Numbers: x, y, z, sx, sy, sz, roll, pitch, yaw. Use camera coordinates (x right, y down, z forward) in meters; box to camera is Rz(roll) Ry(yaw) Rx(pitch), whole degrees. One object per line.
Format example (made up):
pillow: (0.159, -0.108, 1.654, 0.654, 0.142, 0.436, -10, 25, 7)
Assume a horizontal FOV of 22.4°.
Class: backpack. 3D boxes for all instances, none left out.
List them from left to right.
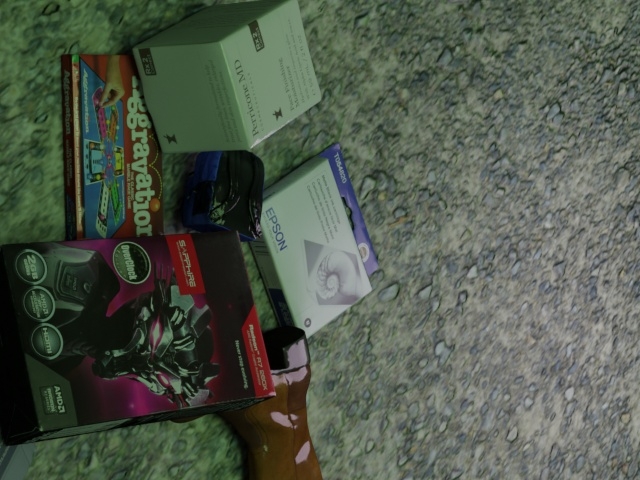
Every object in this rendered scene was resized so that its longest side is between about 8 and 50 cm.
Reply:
backpack: (-0.135, -0.067, 2.177, 0.098, 0.101, 0.120, 23, 71, -46)

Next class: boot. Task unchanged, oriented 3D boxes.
boot: (-0.106, 0.290, 2.268, 0.264, 0.096, 0.280, -28, 120, -48)

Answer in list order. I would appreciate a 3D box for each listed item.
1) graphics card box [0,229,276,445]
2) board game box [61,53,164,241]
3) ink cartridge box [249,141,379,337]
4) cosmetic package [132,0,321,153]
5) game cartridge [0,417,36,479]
graphics card box: (-0.239, 0.114, 2.012, 0.371, 0.094, 0.233, -3, 76, -41)
board game box: (-0.267, -0.100, 2.097, 0.145, 0.027, 0.281, -6, 97, -45)
ink cartridge box: (0.000, 0.000, 2.354, 0.224, 0.045, 0.223, -37, 118, -37)
cosmetic package: (-0.121, -0.217, 2.122, 0.183, 0.151, 0.151, -41, 122, -48)
game cartridge: (-0.412, 0.230, 1.854, 0.294, 0.060, 0.196, -77, 153, -67)
